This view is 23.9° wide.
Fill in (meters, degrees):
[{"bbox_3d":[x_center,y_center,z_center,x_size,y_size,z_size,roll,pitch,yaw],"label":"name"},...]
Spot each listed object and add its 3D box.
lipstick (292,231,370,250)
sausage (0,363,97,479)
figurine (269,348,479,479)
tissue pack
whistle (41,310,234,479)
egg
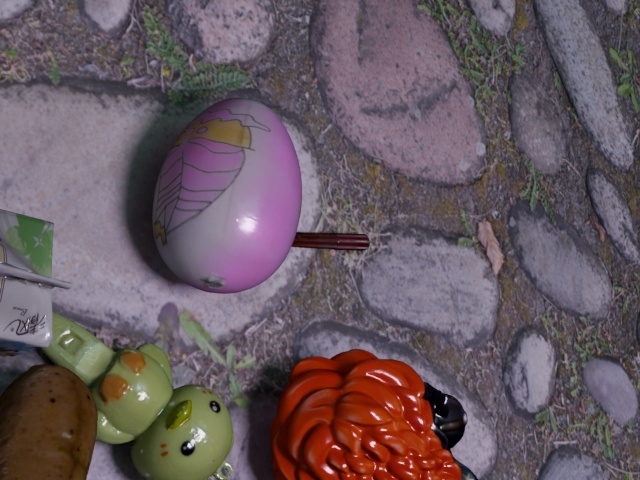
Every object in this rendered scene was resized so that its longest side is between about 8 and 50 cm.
[{"bbox_3d":[0.000,0.000,2.170,0.176,0.027,0.027,2,74,-43],"label":"lipstick"},{"bbox_3d":[-0.328,0.367,1.628,0.136,0.123,0.501,84,9,-63],"label":"sausage"},{"bbox_3d":[0.109,0.309,2.046,0.411,0.241,0.306,17,72,-52],"label":"figurine"},{"bbox_3d":[-0.400,0.028,1.670,0.229,0.145,0.159,16,64,-41],"label":"tissue pack"},{"bbox_3d":[-0.213,0.191,1.811,0.294,0.141,0.141,46,48,-22],"label":"whistle"},{"bbox_3d":[-0.117,-0.062,1.950,0.196,0.196,0.271,23,67,-38],"label":"egg"}]
